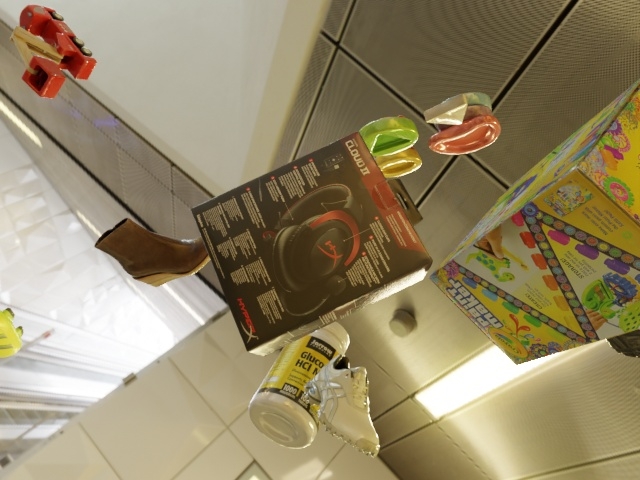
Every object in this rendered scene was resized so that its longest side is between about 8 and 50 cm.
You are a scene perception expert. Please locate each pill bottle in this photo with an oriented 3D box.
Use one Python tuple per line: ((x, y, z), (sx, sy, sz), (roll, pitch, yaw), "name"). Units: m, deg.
((-0.042, 0.374, 1.250), (0.187, 0.334, 0.188), (14, -51, 18), "pill bottle")

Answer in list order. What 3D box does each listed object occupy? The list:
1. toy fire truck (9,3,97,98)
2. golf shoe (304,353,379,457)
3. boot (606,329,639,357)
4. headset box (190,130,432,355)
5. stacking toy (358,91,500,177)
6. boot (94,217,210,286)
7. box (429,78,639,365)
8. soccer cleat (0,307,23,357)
((-0.458, -0.321, 0.755), (0.047, 0.135, 0.192), (-42, -96, 25), "toy fire truck")
((0.036, 0.209, 0.604), (0.069, 0.086, 0.176), (35, -3, -25), "golf shoe")
((0.724, 0.131, 0.816), (0.338, 0.222, 0.118), (5, -63, 53), "boot")
((0.000, 0.000, 0.642), (0.218, 0.293, 0.110), (63, -3, 18), "headset box")
((0.222, -0.270, 1.010), (0.308, 0.279, 0.130), (-15, -105, 27), "stacking toy")
((-0.410, 0.013, 1.147), (0.207, 0.248, 0.090), (50, 15, -40), "boot")
((0.345, -0.025, 0.592), (0.177, 0.290, 0.279), (46, -31, 7), "box")
((-0.501, 0.095, 0.577), (0.093, 0.121, 0.289), (15, -34, 13), "soccer cleat")
